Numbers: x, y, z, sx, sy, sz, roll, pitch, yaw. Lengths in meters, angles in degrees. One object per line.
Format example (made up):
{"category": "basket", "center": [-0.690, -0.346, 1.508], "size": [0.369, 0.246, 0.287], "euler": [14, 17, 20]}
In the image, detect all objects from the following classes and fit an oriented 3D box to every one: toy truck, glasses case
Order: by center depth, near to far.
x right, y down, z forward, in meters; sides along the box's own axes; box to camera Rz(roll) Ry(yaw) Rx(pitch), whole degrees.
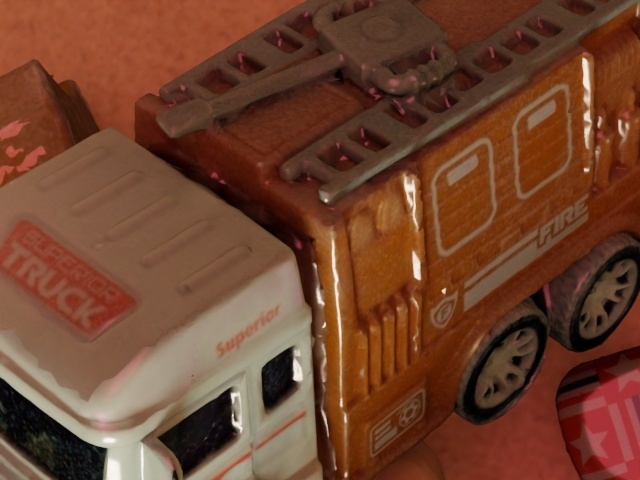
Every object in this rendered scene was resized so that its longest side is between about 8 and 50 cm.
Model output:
{"category": "toy truck", "center": [0.000, 0.000, 0.684], "size": [0.305, 0.162, 0.136], "euler": [-34, 51, -31]}
{"category": "glasses case", "center": [0.198, 0.063, 0.770], "size": [0.194, 0.049, 0.073], "euler": [-16, 82, 8]}

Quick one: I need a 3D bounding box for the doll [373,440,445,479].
{"category": "doll", "center": [-0.069, 0.156, 0.750], "size": [0.278, 0.119, 0.154], "euler": [0, 104, 2]}

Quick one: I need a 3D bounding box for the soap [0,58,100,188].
{"category": "soap", "center": [-0.202, 0.055, 0.822], "size": [0.274, 0.089, 0.173], "euler": [-29, 81, 6]}
